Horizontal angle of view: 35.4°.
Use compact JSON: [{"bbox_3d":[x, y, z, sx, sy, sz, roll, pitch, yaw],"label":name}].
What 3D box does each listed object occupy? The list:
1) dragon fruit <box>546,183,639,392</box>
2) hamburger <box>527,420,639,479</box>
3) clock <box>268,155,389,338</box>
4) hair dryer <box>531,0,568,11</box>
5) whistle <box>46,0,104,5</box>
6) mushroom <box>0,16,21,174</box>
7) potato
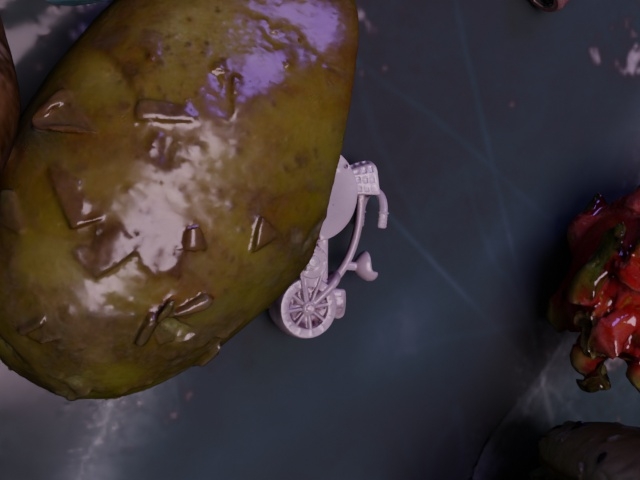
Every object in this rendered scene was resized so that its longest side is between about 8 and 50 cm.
[{"bbox_3d":[0.252,0.035,0.755,0.172,0.160,0.166,-19,138,-22],"label":"dragon fruit"},{"bbox_3d":[0.233,0.264,0.699,0.195,0.277,0.318,-46,120,-10],"label":"hamburger"},{"bbox_3d":[0.000,0.000,0.668,0.087,0.041,0.129,-1,93,-24],"label":"clock"},{"bbox_3d":[0.157,-0.228,0.726,0.063,0.037,0.114,-45,107,-14],"label":"hair dryer"},{"bbox_3d":[-0.117,-0.226,0.505,0.274,0.093,0.186,-43,128,-42],"label":"whistle"},{"bbox_3d":[-0.223,-0.053,0.452,0.151,0.156,0.285,35,54,-21],"label":"mushroom"},{"bbox_3d":[-0.075,-0.045,0.565,0.176,0.141,0.298,40,79,-31],"label":"potato"}]
